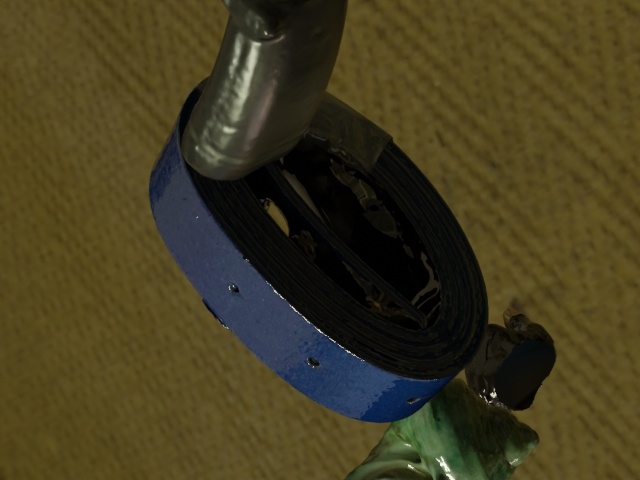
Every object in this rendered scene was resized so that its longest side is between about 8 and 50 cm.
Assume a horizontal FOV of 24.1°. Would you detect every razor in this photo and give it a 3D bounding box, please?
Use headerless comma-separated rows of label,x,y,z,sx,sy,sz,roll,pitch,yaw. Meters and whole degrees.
razor,-0.030,-0.104,0.908,0.054,0.090,0.148,43,137,19

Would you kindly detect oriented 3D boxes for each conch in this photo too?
conch,0.111,0.218,1.439,0.122,0.176,0.188,31,122,-21

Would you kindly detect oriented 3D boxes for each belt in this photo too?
belt,0.000,0.000,1.361,0.347,0.212,0.117,47,147,8

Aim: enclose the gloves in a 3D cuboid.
gloves,0.226,0.155,1.975,0.180,0.106,0.129,-166,80,-66
